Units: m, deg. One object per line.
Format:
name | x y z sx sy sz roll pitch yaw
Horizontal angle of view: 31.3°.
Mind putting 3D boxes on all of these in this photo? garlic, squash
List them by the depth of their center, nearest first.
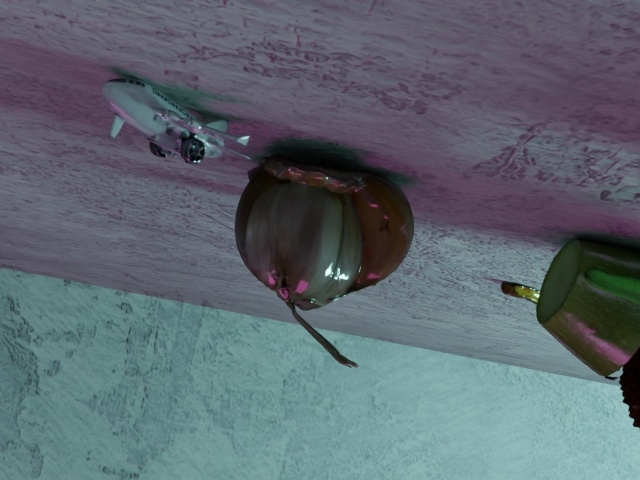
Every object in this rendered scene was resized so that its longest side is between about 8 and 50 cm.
garlic | 0.000 0.000 1.261 0.207 0.257 0.207 -4 130 -5
squash | 0.349 0.078 1.434 0.122 0.170 0.170 24 168 -7

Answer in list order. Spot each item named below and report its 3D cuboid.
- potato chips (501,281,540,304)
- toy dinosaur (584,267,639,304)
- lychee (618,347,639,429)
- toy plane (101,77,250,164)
potato chips | 0.376 0.102 1.885 0.204 0.026 0.037 18 171 -38
toy dinosaur | 0.552 0.028 1.104 0.374 0.144 0.500 -14 -160 -29
lychee | 0.511 0.162 1.421 0.304 0.276 0.275 -2 177 -28
toy plane | -0.153 -0.116 1.146 0.162 0.066 0.171 16 -179 43
